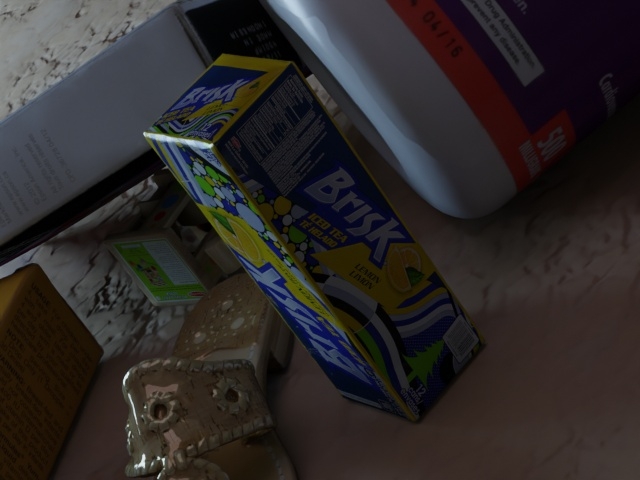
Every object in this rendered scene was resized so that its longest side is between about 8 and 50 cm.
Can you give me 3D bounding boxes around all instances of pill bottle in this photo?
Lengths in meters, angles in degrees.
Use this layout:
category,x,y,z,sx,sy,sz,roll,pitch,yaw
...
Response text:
category,x,y,z,sx,sy,sz,roll,pitch,yaw
pill bottle,0.134,-0.171,0.885,0.323,0.181,0.181,-39,28,0

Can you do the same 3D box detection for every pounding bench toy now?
category,x,y,z,sx,sy,sz,roll,pitch,yaw
pounding bench toy,-0.061,-0.007,1.002,0.083,0.052,0.065,-6,40,44

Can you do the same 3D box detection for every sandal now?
category,x,y,z,sx,sy,sz,roll,pitch,yaw
sandal,-0.063,0.078,0.848,0.088,0.079,0.240,-26,30,19

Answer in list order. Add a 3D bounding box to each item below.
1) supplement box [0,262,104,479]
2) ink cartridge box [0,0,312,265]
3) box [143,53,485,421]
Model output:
category,x,y,z,sx,sy,sz,roll,pitch,yaw
supplement box,-0.189,0.119,0.932,0.078,0.080,0.233,-18,35,30
ink cartridge box,-0.157,-0.039,1.049,0.371,0.069,0.176,-27,4,31
box,0.000,0.000,0.800,0.054,0.169,0.059,-47,31,-20
